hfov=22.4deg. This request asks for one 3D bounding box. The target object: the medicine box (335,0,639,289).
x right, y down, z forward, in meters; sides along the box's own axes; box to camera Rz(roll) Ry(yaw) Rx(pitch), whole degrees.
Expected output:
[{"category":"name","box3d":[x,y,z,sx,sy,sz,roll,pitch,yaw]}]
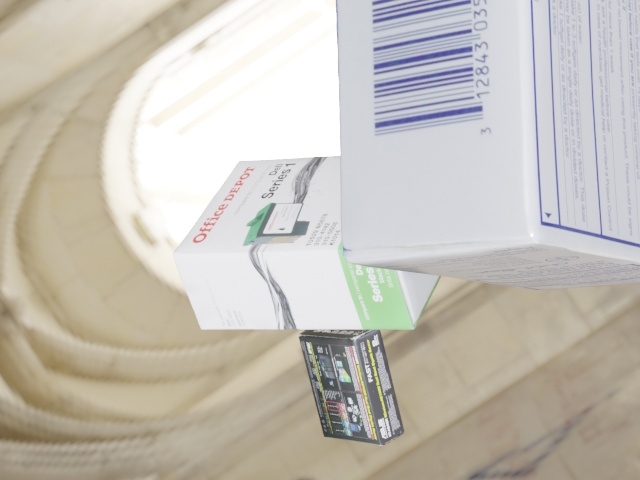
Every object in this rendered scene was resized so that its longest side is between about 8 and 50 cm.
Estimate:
[{"category":"medicine box","box3d":[0.147,-0.107,1.148,0.289,0.149,0.263,10,-104,-56]}]

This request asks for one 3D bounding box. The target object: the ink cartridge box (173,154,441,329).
[{"category":"ink cartridge box","box3d":[0.000,0.000,1.454,0.160,0.219,0.092,-59,-41,-47]}]

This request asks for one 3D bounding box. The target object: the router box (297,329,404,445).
[{"category":"router box","box3d":[0.032,0.149,1.690,0.092,0.038,0.122,1,110,50]}]
